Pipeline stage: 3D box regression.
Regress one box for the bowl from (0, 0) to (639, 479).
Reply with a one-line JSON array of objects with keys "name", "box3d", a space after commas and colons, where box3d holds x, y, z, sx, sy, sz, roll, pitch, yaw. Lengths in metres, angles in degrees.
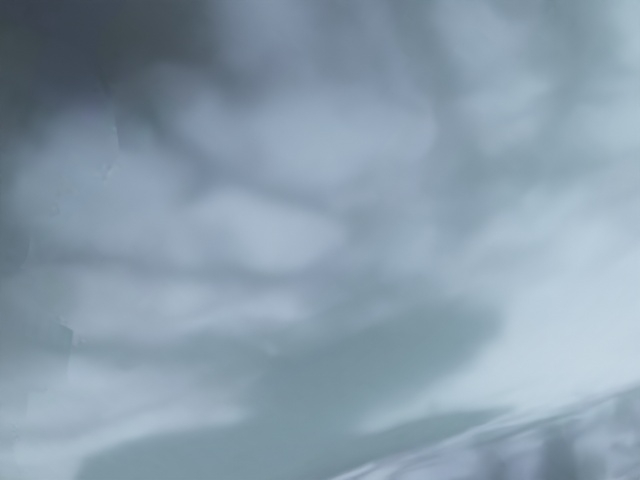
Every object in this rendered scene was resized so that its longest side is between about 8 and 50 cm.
[{"name": "bowl", "box3d": [0.000, 0.000, 0.527, 0.354, 0.185, 0.354, -18, 169, -4]}]
